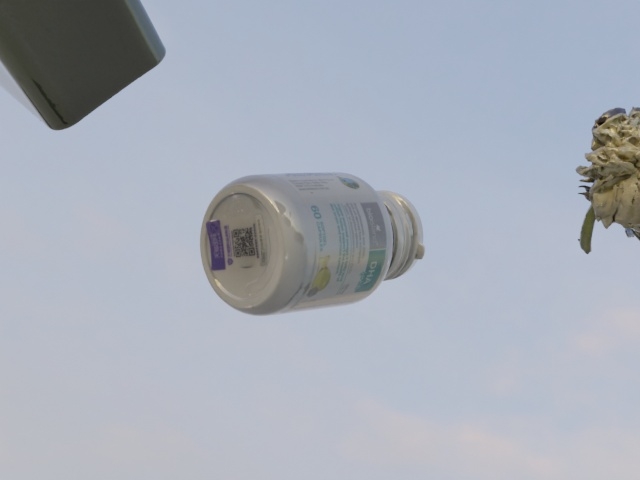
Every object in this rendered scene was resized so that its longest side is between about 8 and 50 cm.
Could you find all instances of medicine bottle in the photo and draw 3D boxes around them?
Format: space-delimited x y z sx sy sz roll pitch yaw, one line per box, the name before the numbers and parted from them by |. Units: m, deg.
medicine bottle | 0.000 0.000 1.322 0.215 0.135 0.135 -4 -11 -46

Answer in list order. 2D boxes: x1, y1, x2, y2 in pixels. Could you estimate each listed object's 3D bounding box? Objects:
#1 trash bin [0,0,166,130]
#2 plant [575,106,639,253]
trash bin | -0.227 -0.212 0.939 0.164 0.122 0.240 36 -20 53
plant | 0.237 -0.040 1.069 0.116 0.104 0.122 40 -50 -16
